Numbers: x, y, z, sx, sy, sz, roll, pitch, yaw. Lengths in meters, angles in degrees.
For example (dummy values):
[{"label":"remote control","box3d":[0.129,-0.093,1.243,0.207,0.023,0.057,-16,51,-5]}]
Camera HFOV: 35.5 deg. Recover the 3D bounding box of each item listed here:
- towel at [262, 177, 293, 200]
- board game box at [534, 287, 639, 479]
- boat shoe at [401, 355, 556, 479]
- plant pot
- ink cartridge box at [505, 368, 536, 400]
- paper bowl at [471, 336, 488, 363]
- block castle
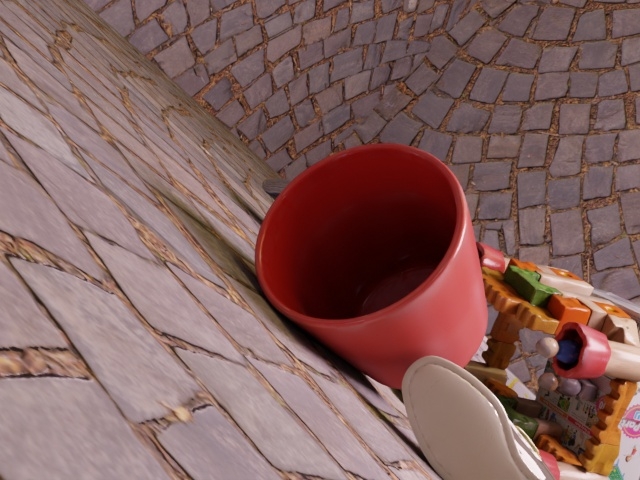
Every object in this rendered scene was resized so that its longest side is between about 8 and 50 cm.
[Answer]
[{"label":"towel","box3d":[0.000,0.000,1.919,0.285,0.034,0.209,56,-16,-20]},{"label":"board game box","box3d":[0.481,0.251,1.714,0.097,0.303,0.224,15,8,-20]},{"label":"boat shoe","box3d":[0.204,0.264,1.202,0.305,0.109,0.091,51,3,2]},{"label":"plant pot","box3d":[0.088,0.051,1.278,0.275,0.275,0.243,47,-4,42]},{"label":"ink cartridge box","box3d":[0.439,0.392,2.288,0.127,0.128,0.176,41,4,-45]},{"label":"paper bowl","box3d":[0.260,0.211,2.165,0.284,0.148,0.284,44,3,-3]},{"label":"block castle","box3d":[0.333,0.205,1.693,0.212,0.303,0.453,14,15,-20]}]
